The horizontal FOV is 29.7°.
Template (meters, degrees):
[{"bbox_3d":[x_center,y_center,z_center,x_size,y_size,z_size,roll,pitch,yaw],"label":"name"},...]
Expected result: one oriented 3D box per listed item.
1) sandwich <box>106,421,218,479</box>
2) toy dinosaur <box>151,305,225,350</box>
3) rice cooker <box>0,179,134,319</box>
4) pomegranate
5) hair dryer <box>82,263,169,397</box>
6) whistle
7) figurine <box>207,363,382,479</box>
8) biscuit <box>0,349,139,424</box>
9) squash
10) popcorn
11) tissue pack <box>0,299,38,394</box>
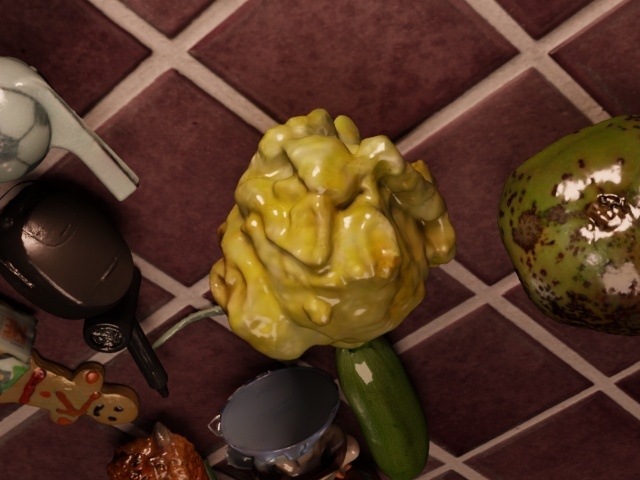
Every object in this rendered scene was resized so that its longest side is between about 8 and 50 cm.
[{"bbox_3d":[-0.242,0.418,2.000,0.162,0.250,0.301,-32,136,-33],"label":"sandwich"},{"bbox_3d":[-0.103,0.073,1.698,0.383,0.076,0.129,-12,155,20],"label":"toy dinosaur"},{"bbox_3d":[-0.343,0.016,1.577,0.203,0.142,0.118,42,143,-11],"label":"rice cooker"},{"bbox_3d":[0.376,-0.003,1.544,0.285,0.285,0.341,-12,166,10],"label":"pomegranate"},{"bbox_3d":[-0.263,0.156,1.728,0.070,0.128,0.255,-12,131,11],"label":"hair dryer"},{"bbox_3d":[-0.365,-0.121,1.435,0.163,0.163,0.289,-23,131,20],"label":"whistle"},{"bbox_3d":[-0.032,0.388,1.900,0.277,0.248,0.388,-28,123,-12],"label":"figurine"},{"bbox_3d":[-0.394,0.238,1.887,0.234,0.030,0.153,23,132,-23],"label":"biscuit"},{"bbox_3d":[0.101,0.259,1.877,0.107,0.107,0.395,-12,133,10],"label":"squash"},{"bbox_3d":[0.010,-0.015,1.478,0.312,0.312,0.312,-1,136,-1],"label":"popcorn"},{"bbox_3d":[-0.591,0.137,1.704,0.311,0.128,0.228,31,126,-29],"label":"tissue pack"}]
